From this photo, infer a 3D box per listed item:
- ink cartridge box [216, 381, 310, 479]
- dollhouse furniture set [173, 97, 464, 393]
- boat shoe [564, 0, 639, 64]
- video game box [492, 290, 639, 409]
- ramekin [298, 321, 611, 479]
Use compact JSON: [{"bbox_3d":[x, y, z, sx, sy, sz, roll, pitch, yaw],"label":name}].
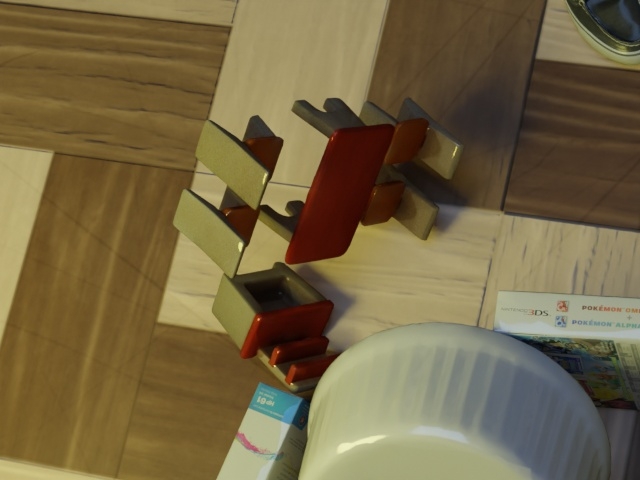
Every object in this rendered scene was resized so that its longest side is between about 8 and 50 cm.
[{"bbox_3d":[-0.050,0.209,1.838,0.052,0.088,0.122,19,78,21],"label":"ink cartridge box"},{"bbox_3d":[0.000,0.000,1.819,0.135,0.262,0.259,43,126,34],"label":"dollhouse furniture set"},{"bbox_3d":[0.271,-0.280,1.918,0.080,0.076,0.228,-25,67,7],"label":"boat shoe"},{"bbox_3d":[0.264,0.104,1.721,0.187,0.205,0.048,1,68,16],"label":"video game box"},{"bbox_3d":[0.110,0.221,1.675,0.277,0.277,0.135,-1,33,16],"label":"ramekin"}]
